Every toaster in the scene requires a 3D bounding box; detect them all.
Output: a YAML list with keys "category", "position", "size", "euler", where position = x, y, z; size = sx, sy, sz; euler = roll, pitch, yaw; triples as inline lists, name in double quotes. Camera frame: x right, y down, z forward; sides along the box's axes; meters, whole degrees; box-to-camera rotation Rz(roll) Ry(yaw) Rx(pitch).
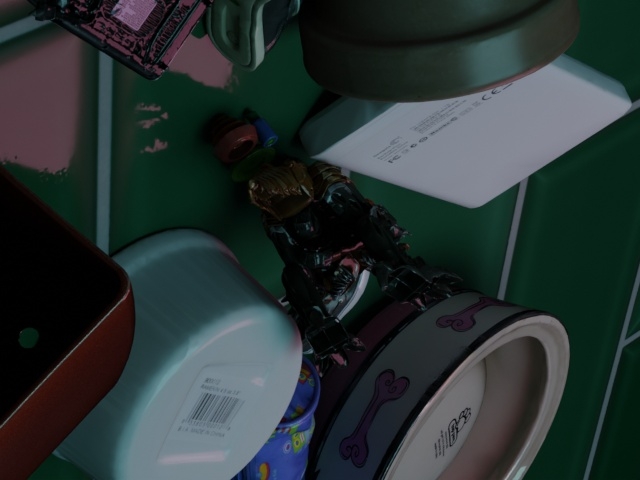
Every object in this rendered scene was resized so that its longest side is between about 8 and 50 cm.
- category: "toaster"
  position: [-0.163, -0.239, 1.496]
  size: [0.168, 0.110, 0.186]
  euler: [-56, 149, 4]

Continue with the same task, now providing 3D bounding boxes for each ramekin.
- category: "ramekin"
  position: [-0.147, 0.139, 1.867]
  size: [0.277, 0.135, 0.277]
  euler: [-33, 143, -29]

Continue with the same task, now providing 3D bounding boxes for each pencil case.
- category: "pencil case"
  position: [-0.066, 0.264, 2.105]
  size: [0.133, 0.119, 0.306]
  euler: [-75, 171, -48]

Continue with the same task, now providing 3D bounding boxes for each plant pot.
- category: "plant pot"
  position: [0.093, -0.282, 1.703]
  size: [0.263, 0.263, 0.229]
  euler: [-32, 124, -31]
- category: "plant pot"
  position: [-0.307, 0.088, 1.511]
  size: [0.267, 0.267, 0.235]
  euler: [-47, 161, -11]

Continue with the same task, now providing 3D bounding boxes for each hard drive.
- category: "hard drive"
  position: [0.164, -0.132, 2.003]
  size: [0.233, 0.047, 0.353]
  euler: [-33, 156, 24]

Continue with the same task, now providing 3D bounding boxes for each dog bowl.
- category: "dog bowl"
  position: [0.126, 0.231, 2.283]
  size: [0.408, 0.150, 0.408]
  euler: [-37, 145, -32]

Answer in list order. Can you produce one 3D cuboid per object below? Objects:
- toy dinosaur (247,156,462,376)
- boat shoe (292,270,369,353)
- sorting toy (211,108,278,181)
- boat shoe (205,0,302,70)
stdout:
- category: "toy dinosaur"
  position: [0.000, 0.000, 1.858]
  size: [0.322, 0.218, 0.164]
  euler: [2, 142, -49]
- category: "boat shoe"
  position: [0.007, 0.068, 2.084]
  size: [0.040, 0.049, 0.142]
  euler: [9, 116, -55]
- category: "sorting toy"
  position: [-0.078, -0.099, 1.824]
  size: [0.061, 0.042, 0.102]
  euler: [-35, 160, 0]
- category: "boat shoe"
  position: [-0.049, -0.243, 1.643]
  size: [0.079, 0.084, 0.233]
  euler: [-42, 166, -24]
